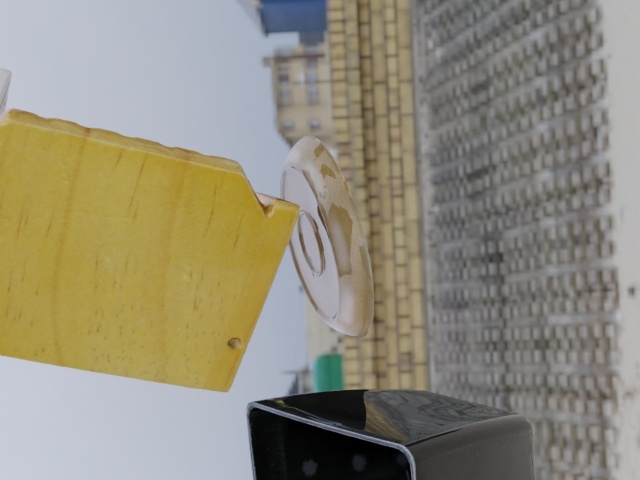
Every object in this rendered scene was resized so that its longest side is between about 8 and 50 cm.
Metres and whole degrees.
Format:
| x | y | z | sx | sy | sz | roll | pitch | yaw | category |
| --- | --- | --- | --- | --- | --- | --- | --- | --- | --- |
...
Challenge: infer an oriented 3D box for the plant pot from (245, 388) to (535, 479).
| x | y | z | sx | sy | sz | roll | pitch | yaw | category |
| --- | --- | --- | --- | --- | --- | --- | --- | --- | --- |
| 0.069 | 0.210 | 0.940 | 0.188 | 0.167 | 0.187 | 6 | 105 | 48 | plant pot |

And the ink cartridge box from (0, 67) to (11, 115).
| x | y | z | sx | sy | sz | roll | pitch | yaw | category |
| --- | --- | --- | --- | --- | --- | --- | --- | --- | --- |
| -0.481 | -0.068 | 1.503 | 0.201 | 0.117 | 0.278 | -90 | 16 | -51 | ink cartridge box |

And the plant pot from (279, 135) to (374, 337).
| x | y | z | sx | sy | sz | roll | pitch | yaw | category |
| --- | --- | --- | --- | --- | --- | --- | --- | --- | --- |
| 0.000 | 0.000 | 1.339 | 0.236 | 0.032 | 0.236 | 165 | 90 | -74 | plant pot |

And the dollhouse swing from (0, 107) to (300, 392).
| x | y | z | sx | sy | sz | roll | pitch | yaw | category |
| --- | --- | --- | --- | --- | --- | --- | --- | --- | --- |
| -0.251 | -0.026 | 1.220 | 0.305 | 0.347 | 0.315 | -112 | 39 | -57 | dollhouse swing |
